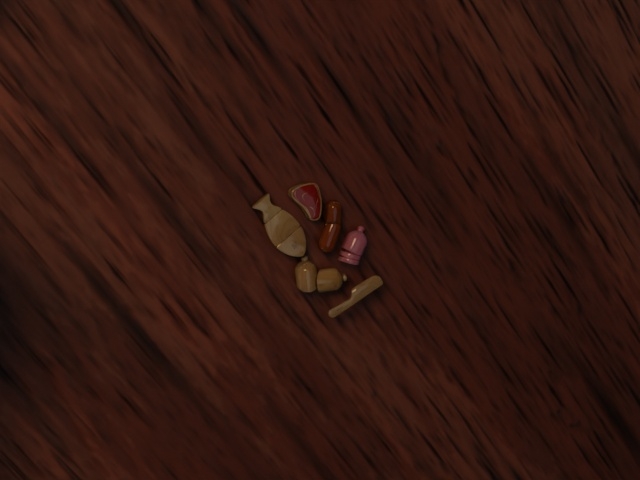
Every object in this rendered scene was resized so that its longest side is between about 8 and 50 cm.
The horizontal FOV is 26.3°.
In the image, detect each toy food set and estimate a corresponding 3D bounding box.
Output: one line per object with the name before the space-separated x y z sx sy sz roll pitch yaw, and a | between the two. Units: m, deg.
toy food set | 0.000 0.000 1.161 0.078 0.019 0.122 -33 107 -12
